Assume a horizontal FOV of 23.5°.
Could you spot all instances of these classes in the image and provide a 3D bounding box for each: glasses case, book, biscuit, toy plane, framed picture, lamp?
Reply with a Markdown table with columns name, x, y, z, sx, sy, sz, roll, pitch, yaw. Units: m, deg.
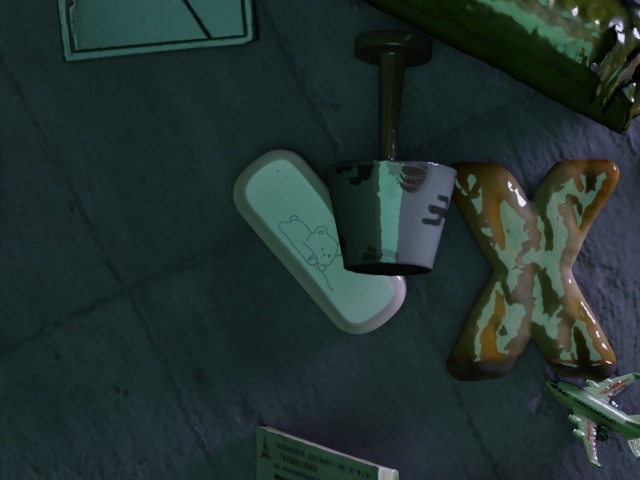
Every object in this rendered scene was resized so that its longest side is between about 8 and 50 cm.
| name | x | y | z | sx | sy | sz | roll | pitch | yaw |
| --- | --- | --- | --- | --- | --- | --- | --- | --- | --- |
| glasses case | 0.000 | 0.000 | 1.446 | 0.083 | 0.050 | 0.196 | -41 | 94 | 10 |
| book | 0.002 | 0.330 | 1.437 | 0.026 | 0.201 | 0.290 | -7 | 99 | -36 |
| biscuit | 0.196 | 0.028 | 1.436 | 0.164 | 0.047 | 0.208 | -1 | 95 | 1 |
| toy plane | 0.262 | 0.162 | 1.452 | 0.111 | 0.040 | 0.102 | 26 | 64 | 11 |
| framed picture | -0.165 | -0.302 | 1.428 | 0.189 | 0.023 | 0.260 | -6 | 97 | 5 |
| lamp | 0.065 | -0.078 | 1.386 | 0.121 | 0.121 | 0.215 | 3 | 80 | 3 |

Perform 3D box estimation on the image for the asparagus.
| name | x | y | z | sx | sy | sz | roll | pitch | yaw |
| --- | --- | --- | --- | --- | --- | --- | --- | --- | --- |
| asparagus | 0.136 | -0.224 | 1.373 | 0.382 | 0.128 | 0.108 | 27 | 131 | 2 |
